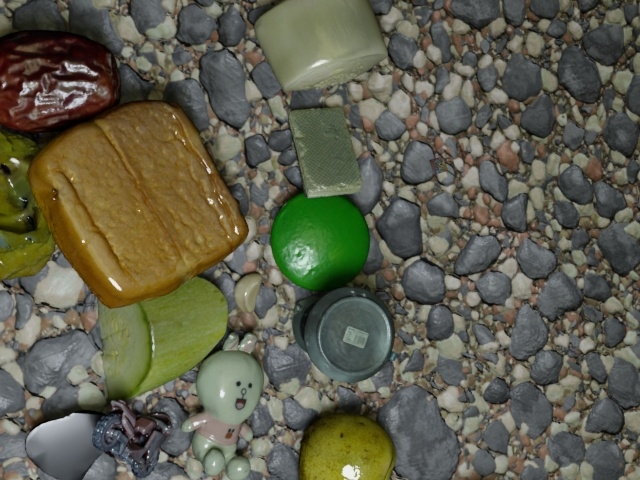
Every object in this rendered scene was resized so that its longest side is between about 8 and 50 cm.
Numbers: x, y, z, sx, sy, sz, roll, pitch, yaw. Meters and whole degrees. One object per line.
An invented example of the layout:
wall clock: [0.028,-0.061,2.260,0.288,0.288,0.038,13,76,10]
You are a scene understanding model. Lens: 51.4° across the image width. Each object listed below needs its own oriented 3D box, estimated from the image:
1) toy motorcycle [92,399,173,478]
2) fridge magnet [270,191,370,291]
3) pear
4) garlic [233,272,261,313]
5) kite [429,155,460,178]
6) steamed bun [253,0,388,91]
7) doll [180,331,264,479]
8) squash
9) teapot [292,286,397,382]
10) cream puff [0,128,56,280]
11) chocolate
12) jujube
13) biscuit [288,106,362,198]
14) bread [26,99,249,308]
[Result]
toy motorcycle: [-0.333,0.345,1.195,0.084,0.212,0.118,15,60,24]
fridge magnet: [0.000,0.000,1.345,0.208,0.088,0.207,1,84,-14]
pear: [0.043,0.427,1.274,0.198,0.197,0.197,1,85,-15]
garlic: [-0.146,0.104,1.323,0.053,0.041,0.083,11,87,-55]
kite: [0.273,-0.154,1.476,0.044,0.002,0.078,-40,96,-14]
steamed bun: [0.006,-0.419,1.348,0.250,0.155,0.199,-21,91,-18]
doll: [-0.184,0.310,1.263,0.155,0.113,0.274,14,76,-36]
squash: [-0.296,0.174,1.259,0.155,0.204,0.236,-6,89,-54]
teapot: [0.047,0.179,1.274,0.203,0.225,0.171,28,81,-12]
cream puff: [-0.569,-0.066,1.152,0.282,0.185,0.281,1,85,-12]
chocolate: [-0.448,0.365,1.203,0.149,0.080,0.125,-18,99,-24]
jujube: [-0.491,-0.285,1.192,0.243,0.183,0.183,-4,86,-4]
biscuit: [0.009,-0.182,1.355,0.121,0.040,0.199,-6,65,-16]
bread: [-0.331,-0.063,1.192,0.328,0.148,0.337,-37,98,-36]
